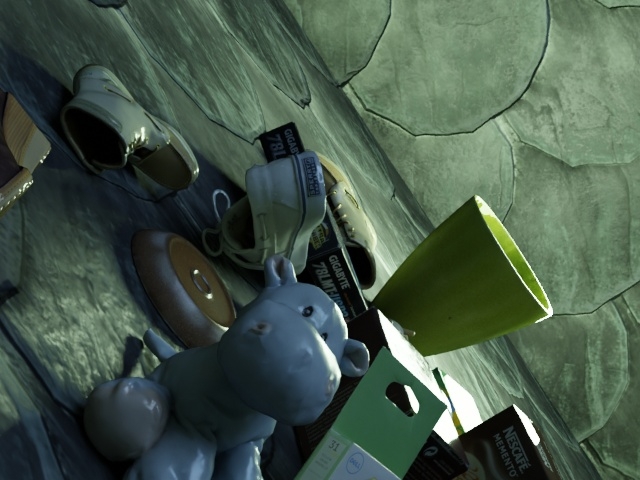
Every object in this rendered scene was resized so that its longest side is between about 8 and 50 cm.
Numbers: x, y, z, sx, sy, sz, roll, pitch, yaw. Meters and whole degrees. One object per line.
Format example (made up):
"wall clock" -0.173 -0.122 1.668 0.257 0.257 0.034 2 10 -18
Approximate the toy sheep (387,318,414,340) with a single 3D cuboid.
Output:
"toy sheep" 0.115 0.179 2.105 0.132 0.091 0.091 100 -23 -44

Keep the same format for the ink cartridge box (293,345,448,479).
"ink cartridge box" 0.067 0.270 1.455 0.056 0.235 0.171 26 -14 48

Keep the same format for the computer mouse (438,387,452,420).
"computer mouse" 0.156 0.307 1.852 0.106 0.042 0.193 49 57 -28

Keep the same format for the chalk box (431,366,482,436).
"chalk box" 0.201 0.341 1.965 0.132 0.132 0.213 43 19 -46

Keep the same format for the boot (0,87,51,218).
"boot" -0.367 -0.106 1.135 0.207 0.090 0.248 40 19 -16

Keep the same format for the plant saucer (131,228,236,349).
"plant saucer" -0.162 0.061 1.524 0.199 0.036 0.198 52 14 -19

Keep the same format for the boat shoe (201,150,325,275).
"boat shoe" -0.096 -0.022 1.735 0.367 0.156 0.136 124 -42 -73

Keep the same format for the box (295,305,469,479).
"box" 0.071 0.240 1.654 0.168 0.167 0.203 46 17 -39

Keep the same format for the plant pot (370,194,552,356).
"plant pot" 0.255 0.105 2.362 0.275 0.293 0.275 52 14 -18

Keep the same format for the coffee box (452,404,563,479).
"coffee box" 0.211 0.360 1.703 0.098 0.246 0.141 44 18 -44

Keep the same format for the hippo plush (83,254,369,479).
"hippo plush" -0.060 0.165 1.199 0.234 0.236 0.294 56 13 -5

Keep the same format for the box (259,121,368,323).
"box" 0.000 0.000 2.023 0.293 0.073 0.296 65 3 -50

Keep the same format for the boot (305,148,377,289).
"boot" 0.025 -0.041 2.325 0.262 0.095 0.203 57 14 -19

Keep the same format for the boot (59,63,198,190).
"boot" -0.246 -0.121 1.558 0.213 0.077 0.165 46 15 -20
